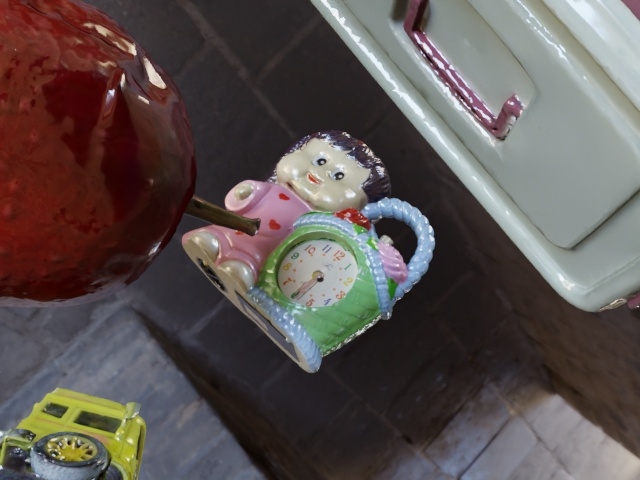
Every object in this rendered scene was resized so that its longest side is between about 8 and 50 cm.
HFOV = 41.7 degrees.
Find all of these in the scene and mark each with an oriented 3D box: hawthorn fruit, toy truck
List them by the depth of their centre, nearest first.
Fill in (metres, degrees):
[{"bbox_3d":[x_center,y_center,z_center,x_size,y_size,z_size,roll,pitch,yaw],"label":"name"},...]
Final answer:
[{"bbox_3d":[-0.169,-0.048,0.562,0.266,0.230,0.210,26,87,-19],"label":"hawthorn fruit"},{"bbox_3d":[-0.264,0.154,0.617,0.272,0.157,0.124,14,105,-1],"label":"toy truck"}]

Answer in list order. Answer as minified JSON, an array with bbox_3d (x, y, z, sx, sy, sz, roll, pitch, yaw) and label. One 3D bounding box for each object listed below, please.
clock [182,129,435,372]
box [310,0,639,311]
[{"bbox_3d":[0.000,0.000,0.779,0.195,0.194,0.100,-43,155,-18],"label":"clock"},{"bbox_3d":[0.123,-0.129,0.405,0.167,0.294,0.193,-35,168,-13],"label":"box"}]
